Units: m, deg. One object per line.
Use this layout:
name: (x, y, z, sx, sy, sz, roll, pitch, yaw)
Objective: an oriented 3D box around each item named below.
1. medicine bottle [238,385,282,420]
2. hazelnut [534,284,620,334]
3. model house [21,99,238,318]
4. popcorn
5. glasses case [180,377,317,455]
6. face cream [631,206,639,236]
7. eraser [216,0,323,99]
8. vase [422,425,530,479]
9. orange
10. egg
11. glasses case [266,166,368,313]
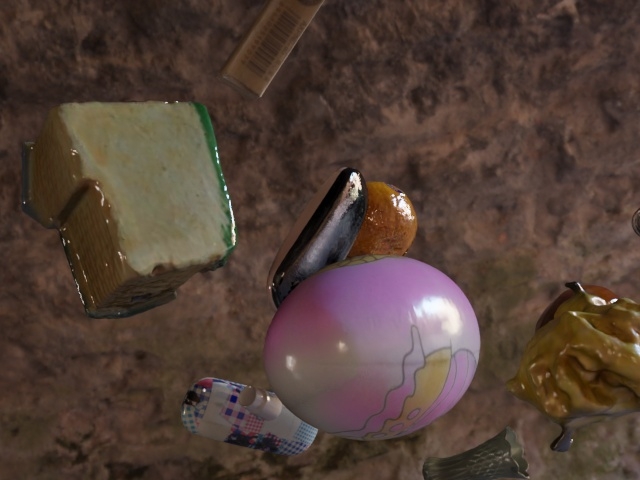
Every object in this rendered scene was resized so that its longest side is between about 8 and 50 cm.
medicine bottle: (-0.120, 0.323, 1.461, 0.052, 0.052, 0.089, -25, -39, 21)
hazelnut: (0.560, 0.198, 1.601, 0.214, 0.176, 0.214, -15, -52, -20)
model house: (-0.401, -0.054, 1.532, 0.335, 0.382, 0.343, -10, -17, -39)
popcorn: (0.472, 0.197, 1.226, 0.316, 0.281, 0.297, -11, -17, -16)
glasses case: (-0.150, 0.391, 1.623, 0.327, 0.125, 0.076, 21, 2, -27)
face cream: (0.725, -0.066, 1.558, 0.073, 0.073, 0.283, -32, -5, 36)
eraser: (-0.058, -0.412, 1.308, 0.343, 0.078, 0.144, -55, 18, 2)
vase: (0.230, 0.340, 1.109, 0.149, 0.081, 0.081, -24, -19, 20)
orange: (0.120, -0.035, 1.745, 0.219, 0.193, 0.219, -24, -54, -38)
egg: (0.056, 0.109, 0.754, 0.196, 0.196, 0.271, -25, -8, 20)
glasses case: (0.000, 0.000, 1.303, 0.075, 0.314, 0.122, 11, -35, 33)
